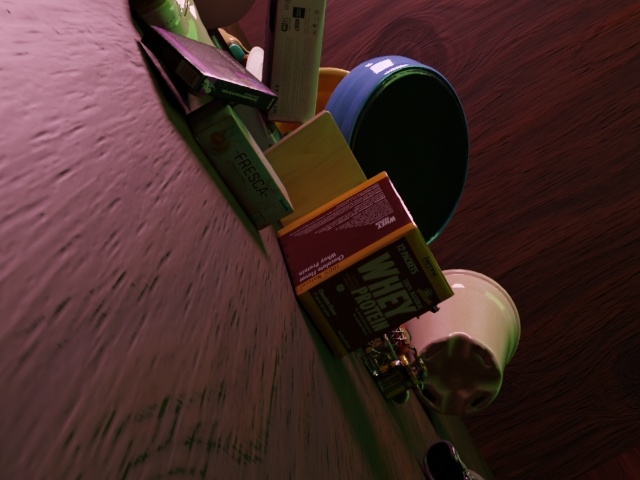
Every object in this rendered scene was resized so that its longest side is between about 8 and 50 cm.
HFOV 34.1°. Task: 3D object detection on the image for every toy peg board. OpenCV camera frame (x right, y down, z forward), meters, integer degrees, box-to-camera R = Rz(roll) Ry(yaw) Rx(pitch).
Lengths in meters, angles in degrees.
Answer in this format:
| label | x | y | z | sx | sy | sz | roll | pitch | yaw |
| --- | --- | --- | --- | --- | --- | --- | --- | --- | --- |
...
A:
| label | x | y | z | sx | sy | sz | roll | pitch | yaw |
| --- | --- | --- | --- | --- | --- | --- | --- | --- | --- |
| toy peg board | -0.028 | -0.110 | 1.716 | 0.161 | 0.161 | 0.079 | 59 | -10 | -26 |

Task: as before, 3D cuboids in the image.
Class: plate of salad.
| label | x | y | z | sx | sy | sz | roll | pitch | yaw |
| --- | --- | --- | --- | --- | --- | --- | --- | --- | --- |
| plate of salad | -0.130 | -0.299 | 2.163 | 0.200 | 0.048 | 0.200 | -3 | 90 | -75 |

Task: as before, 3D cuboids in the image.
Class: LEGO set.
| label | x | y | z | sx | sy | sz | roll | pitch | yaw |
| --- | --- | --- | --- | --- | --- | --- | --- | --- | --- |
| LEGO set | 0.124 | 0.097 | 1.820 | 0.331 | 0.192 | 0.255 | 58 | 5 | -32 |

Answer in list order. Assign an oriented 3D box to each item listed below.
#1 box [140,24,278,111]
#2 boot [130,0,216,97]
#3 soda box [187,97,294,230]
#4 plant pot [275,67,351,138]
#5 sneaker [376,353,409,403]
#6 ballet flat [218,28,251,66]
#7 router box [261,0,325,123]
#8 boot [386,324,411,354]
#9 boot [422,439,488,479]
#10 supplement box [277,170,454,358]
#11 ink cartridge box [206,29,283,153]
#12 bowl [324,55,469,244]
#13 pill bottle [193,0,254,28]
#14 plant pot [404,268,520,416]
| label | x | y | z | sx | sy | sz | roll | pitch | yaw |
| --- | --- | --- | --- | --- | --- | --- | --- | --- | --- |
| box | -0.139 | -0.218 | 1.335 | 0.116 | 0.029 | 0.162 | 44 | 20 | 27 |
| boot | -0.196 | -0.304 | 1.474 | 0.165 | 0.077 | 0.213 | 57 | 12 | -30 |
| soda box | -0.103 | -0.100 | 1.375 | 0.183 | 0.058 | 0.063 | 58 | 5 | -40 |
| plant pot | 0.013 | -0.184 | 2.139 | 0.239 | 0.254 | 0.254 | 85 | -20 | -64 |
| sneaker | 0.140 | 0.262 | 1.936 | 0.067 | 0.042 | 0.118 | 50 | 9 | -50 |
| ballet flat | -0.178 | -0.380 | 2.179 | 0.073 | 0.080 | 0.232 | 45 | -3 | 20 |
| router box | -0.049 | -0.404 | 1.857 | 0.301 | 0.082 | 0.336 | -107 | -159 | -71 |
| boot | 0.154 | 0.172 | 2.411 | 0.176 | 0.088 | 0.244 | 64 | 2 | 19 |
| boot | 0.289 | 0.511 | 1.770 | 0.338 | 0.118 | 0.223 | 51 | 0 | 36 |
| supplement box | 0.060 | 0.032 | 1.516 | 0.129 | 0.191 | 0.194 | 58 | 5 | -29 |
| ink cartridge box | -0.132 | -0.229 | 1.855 | 0.311 | 0.065 | 0.186 | 61 | 5 | -20 |
| bowl | 0.147 | -0.153 | 1.987 | 0.077 | 0.391 | 0.391 | 12 | -35 | 44 |
| pill bottle | -0.197 | -0.562 | 1.866 | 0.408 | 0.229 | 0.229 | -94 | 158 | -46 |
| plant pot | 0.344 | 0.282 | 2.643 | 0.334 | 0.333 | 0.305 | 60 | 16 | -13 |
